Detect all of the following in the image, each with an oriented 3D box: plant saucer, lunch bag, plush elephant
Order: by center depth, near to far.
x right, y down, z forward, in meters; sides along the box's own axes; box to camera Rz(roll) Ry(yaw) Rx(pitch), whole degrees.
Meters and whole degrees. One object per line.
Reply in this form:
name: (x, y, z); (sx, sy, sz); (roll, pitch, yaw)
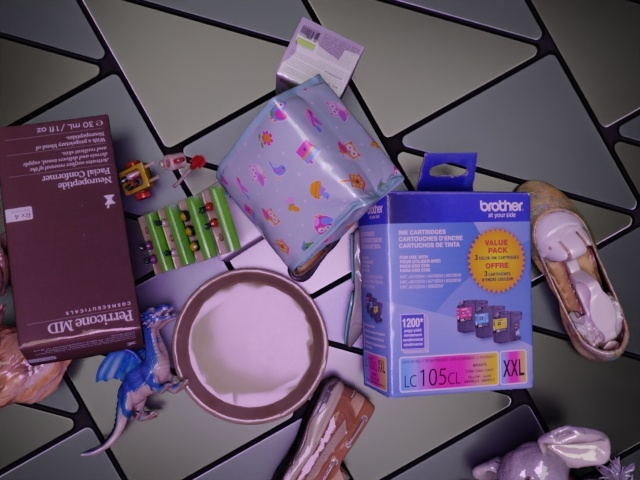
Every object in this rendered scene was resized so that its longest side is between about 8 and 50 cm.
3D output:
lunch bag: (-0.035, -0.093, 1.406); (0.223, 0.262, 0.160); (50, 45, 2)
plush elephant: (0.396, 0.446, 1.475); (0.255, 0.272, 0.330); (30, 45, -5)
plant saucer: (-0.124, 0.187, 1.582); (0.277, 0.041, 0.278); (0, 90, -1)

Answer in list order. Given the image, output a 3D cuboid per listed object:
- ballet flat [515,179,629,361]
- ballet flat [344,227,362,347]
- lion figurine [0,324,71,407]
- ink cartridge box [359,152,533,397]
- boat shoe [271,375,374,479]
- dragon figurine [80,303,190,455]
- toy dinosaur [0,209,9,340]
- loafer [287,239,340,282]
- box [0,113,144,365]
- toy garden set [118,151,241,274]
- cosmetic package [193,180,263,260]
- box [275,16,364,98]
ballet flat: (0.447, 0.051, 1.556); (0.123, 0.123, 0.349); (-23, 90, -1)
ballet flat: (0.081, 0.085, 1.568); (0.068, 0.072, 0.213); (4, 89, 5)
lion figurine: (-0.639, 0.183, 1.525); (0.392, 0.142, 0.240); (32, 82, 3)
ink cartridge box: (0.209, 0.053, 1.506); (0.270, 0.151, 0.396); (-2, 88, -17)
boat shoe: (-0.006, 0.403, 1.547); (0.120, 0.122, 0.324); (26, 90, -5)
dragon figurine: (-0.328, 0.237, 1.542); (0.289, 0.085, 0.144); (-46, 69, 13)
toy dinosaur: (-0.561, 0.070, 1.469); (0.127, 0.296, 0.200); (-18, 106, 7)
loafer: (0.000, 0.000, 1.572); (0.062, 0.061, 0.170); (28, 89, 0)
box: (-0.414, -0.004, 1.460); (0.191, 0.143, 0.381); (-10, 74, -13)
toy garden set: (-0.252, -0.055, 1.491); (0.049, 0.244, 0.204); (-18, 91, -43)
cosmetic package: (-0.103, -0.074, 1.550); (0.238, 0.107, 0.127); (-33, 88, -4)
box: (-0.006, -0.284, 1.500); (0.114, 0.203, 0.103); (26, 89, -4)
